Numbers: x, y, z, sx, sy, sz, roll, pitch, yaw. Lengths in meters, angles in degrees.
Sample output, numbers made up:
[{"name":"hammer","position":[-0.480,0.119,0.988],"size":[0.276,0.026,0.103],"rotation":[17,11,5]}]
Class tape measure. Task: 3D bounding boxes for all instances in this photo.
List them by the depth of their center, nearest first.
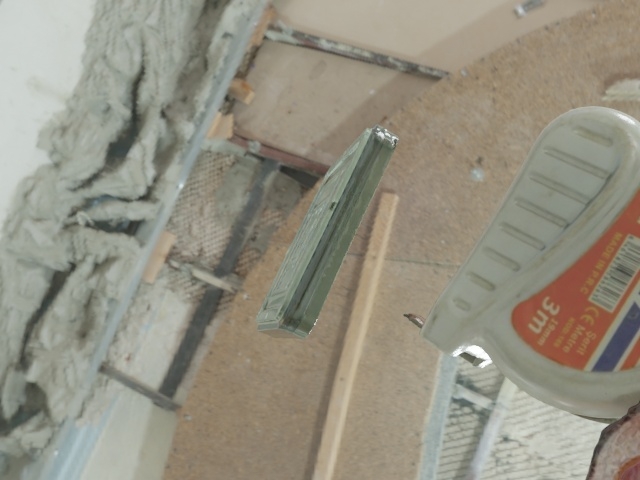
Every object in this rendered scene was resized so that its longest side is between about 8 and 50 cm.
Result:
[{"name":"tape measure","position":[0.247,0.033,0.713],"size":[0.265,0.130,0.258],"rotation":[33,-89,34]}]

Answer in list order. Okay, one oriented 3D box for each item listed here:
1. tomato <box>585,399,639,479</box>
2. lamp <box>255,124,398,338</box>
[{"name":"tomato","position":[0.292,0.185,0.522],"size":[0.228,0.112,0.199],"rotation":[-30,-144,26]},{"name":"lamp","position":[0.000,0.000,1.055],"size":[0.047,0.266,0.269],"rotation":[27,-102,-6]}]
